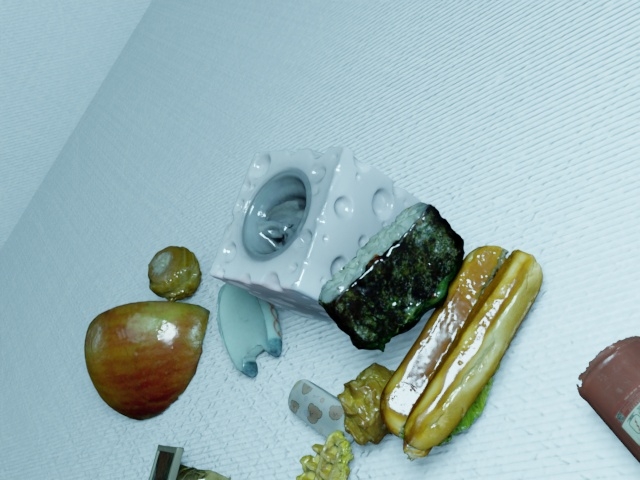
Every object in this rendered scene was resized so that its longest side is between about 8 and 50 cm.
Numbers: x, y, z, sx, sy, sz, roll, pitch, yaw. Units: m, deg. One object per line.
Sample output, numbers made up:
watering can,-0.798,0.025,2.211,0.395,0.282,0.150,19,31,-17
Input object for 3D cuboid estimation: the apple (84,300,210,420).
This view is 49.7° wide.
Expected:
apple,-0.401,0.256,1.548,0.346,0.254,0.179,-26,8,32

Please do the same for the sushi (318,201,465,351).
sushi,0.110,0.055,1.009,0.225,0.127,0.124,-45,11,-6

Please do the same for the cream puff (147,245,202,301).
cream puff,-0.332,0.079,1.598,0.126,0.103,0.144,-42,41,1

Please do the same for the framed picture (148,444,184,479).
framed picture,-0.324,0.523,1.338,0.184,0.016,0.250,-28,46,62

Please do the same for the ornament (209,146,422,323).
ornament,0.000,0.000,1.190,0.239,0.239,0.239,5,72,48

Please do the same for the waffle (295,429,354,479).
waffle,0.038,0.392,1.050,0.149,0.051,0.194,-42,51,21

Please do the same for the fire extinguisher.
fire extinguisher,0.396,0.243,0.700,0.107,0.147,0.337,-60,37,22

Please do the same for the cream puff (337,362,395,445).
cream puff,0.077,0.247,1.060,0.122,0.116,0.094,-48,51,-9

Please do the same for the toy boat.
toy boat,-0.136,0.164,1.378,0.134,0.078,0.208,-47,52,27

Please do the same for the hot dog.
hot dog,0.200,0.158,0.986,0.135,0.100,0.337,18,71,52

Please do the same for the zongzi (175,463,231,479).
zongzi,-0.246,0.501,1.278,0.176,0.078,0.160,-16,53,51

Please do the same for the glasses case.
glasses case,0.004,0.287,1.165,0.164,0.041,0.063,22,86,49
